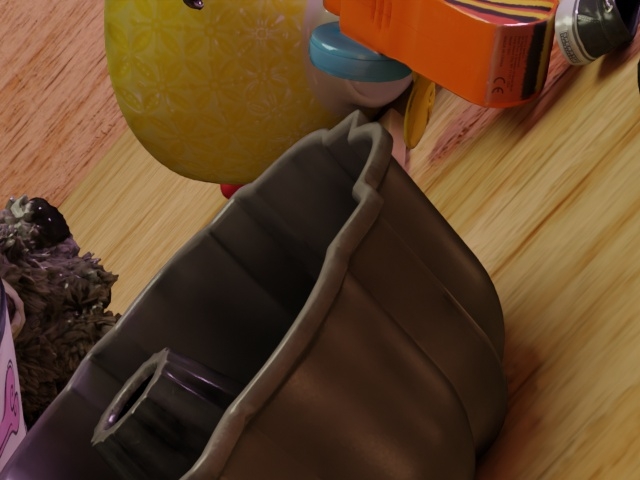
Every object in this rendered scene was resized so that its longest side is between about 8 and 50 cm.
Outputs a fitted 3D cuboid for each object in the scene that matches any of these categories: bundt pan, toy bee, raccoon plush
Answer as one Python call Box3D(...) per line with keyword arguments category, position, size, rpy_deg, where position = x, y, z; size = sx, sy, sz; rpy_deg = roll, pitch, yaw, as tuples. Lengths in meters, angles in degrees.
Box3D(category="bundt pan", position=(-0.040, 0.106, 0.667), size=(0.331, 0.124, 0.331), rpy_deg=(-46, 13, 14))
Box3D(category="toy bee", position=(0.057, -0.180, 0.978), size=(0.162, 0.298, 0.195), rpy_deg=(-20, -32, -41))
Box3D(category="raccoon plush", position=(-0.375, 0.120, 1.229), size=(0.446, 0.216, 0.299), rpy_deg=(-36, -21, 32))

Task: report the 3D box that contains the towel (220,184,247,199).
Box3D(category="towel", position=(0.007, -0.168, 1.461), size=(0.275, 0.031, 0.199), rpy_deg=(-41, 17, 31))

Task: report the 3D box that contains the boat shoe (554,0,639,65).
Box3D(category="boat shoe", position=(0.173, -0.151, 0.860), size=(0.040, 0.049, 0.142), rpy_deg=(-14, 35, 36))

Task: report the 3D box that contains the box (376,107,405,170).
Box3D(category="box", position=(0.000, 0.000, 1.046), size=(0.164, 0.021, 0.201), rpy_deg=(-45, 14, 20))

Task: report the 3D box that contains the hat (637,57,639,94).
Box3D(category="hat", position=(0.159, -0.023, 0.360), size=(0.331, 0.134, 0.331), rpy_deg=(-47, 14, 16))

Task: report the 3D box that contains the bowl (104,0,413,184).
Box3D(category="bowl", position=(-0.010, -0.172, 1.150), size=(0.156, 0.289, 0.289), rpy_deg=(15, 60, 36))

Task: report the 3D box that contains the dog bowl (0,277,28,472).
Box3D(category="dog bowl", position=(-0.351, 0.152, 0.847), size=(0.408, 0.150, 0.408), rpy_deg=(-13, 28, 7))
